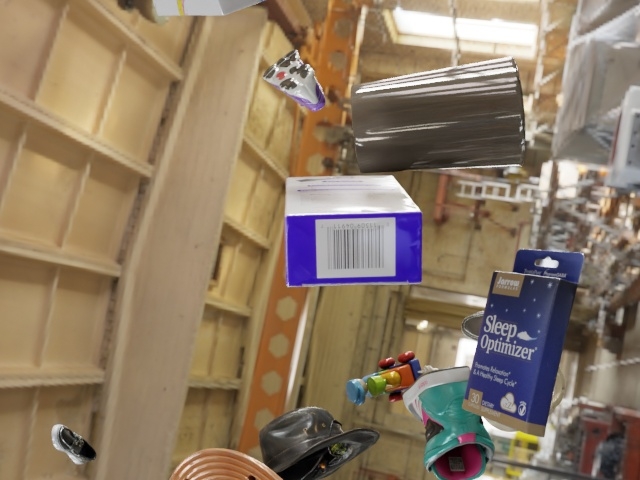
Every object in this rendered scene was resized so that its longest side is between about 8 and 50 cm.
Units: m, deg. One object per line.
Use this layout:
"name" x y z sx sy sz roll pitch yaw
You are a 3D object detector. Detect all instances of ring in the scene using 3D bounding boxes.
"ring" -0.102 0.451 1.153 0.032 0.336 0.336 -13 -67 -50

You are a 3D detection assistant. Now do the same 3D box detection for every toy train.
"toy train" 0.171 0.320 1.888 0.248 0.143 0.105 -32 71 57

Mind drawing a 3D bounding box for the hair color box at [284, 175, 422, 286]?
"hair color box" 0.038 -0.024 1.236 0.339 0.185 0.110 -96 5 -76

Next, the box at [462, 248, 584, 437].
"box" 0.251 0.118 1.028 0.136 0.036 0.225 4 78 67

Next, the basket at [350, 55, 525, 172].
"basket" 0.162 -0.170 1.165 0.204 0.227 0.154 -58 -38 -76

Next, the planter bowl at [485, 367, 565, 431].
"planter bowl" 0.372 0.262 1.491 0.109 0.162 0.162 -31 39 60

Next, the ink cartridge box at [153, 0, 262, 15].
"ink cartridge box" -0.219 -0.581 1.675 0.198 0.270 0.197 -30 -61 -30

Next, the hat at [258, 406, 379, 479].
"hat" -0.044 0.444 1.791 0.134 0.331 0.331 63 179 24

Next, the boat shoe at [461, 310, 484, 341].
"boat shoe" 0.412 0.189 1.786 0.069 0.228 0.081 23 -110 -64

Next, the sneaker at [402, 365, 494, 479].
"sneaker" 0.225 0.336 1.446 0.295 0.124 0.178 90 171 -69

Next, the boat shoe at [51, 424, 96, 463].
"boat shoe" -0.494 0.407 1.650 0.142 0.040 0.049 72 -168 -52

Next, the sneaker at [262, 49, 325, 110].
"sneaker" -0.038 -0.238 1.262 0.071 0.068 0.170 51 -175 -32
